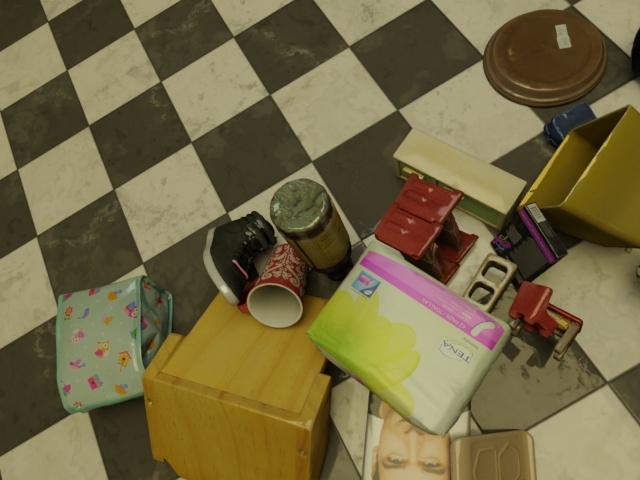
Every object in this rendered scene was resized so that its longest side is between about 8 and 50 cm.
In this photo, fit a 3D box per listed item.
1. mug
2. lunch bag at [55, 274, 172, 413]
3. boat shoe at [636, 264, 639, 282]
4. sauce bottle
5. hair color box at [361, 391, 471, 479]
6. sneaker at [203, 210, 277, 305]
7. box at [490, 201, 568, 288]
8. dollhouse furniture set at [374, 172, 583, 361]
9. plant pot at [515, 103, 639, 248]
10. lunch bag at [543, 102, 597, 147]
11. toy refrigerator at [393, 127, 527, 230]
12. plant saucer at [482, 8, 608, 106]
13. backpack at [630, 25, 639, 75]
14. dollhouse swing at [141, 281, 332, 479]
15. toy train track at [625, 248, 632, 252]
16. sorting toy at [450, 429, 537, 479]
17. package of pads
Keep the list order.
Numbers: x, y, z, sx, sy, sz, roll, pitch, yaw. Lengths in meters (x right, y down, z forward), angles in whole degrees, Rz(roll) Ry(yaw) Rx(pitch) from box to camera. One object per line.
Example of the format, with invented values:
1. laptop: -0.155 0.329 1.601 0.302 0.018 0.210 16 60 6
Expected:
1. mug: -0.098 0.085 1.021 0.150 0.113 0.169 5 32 6
2. lunch bag: -0.458 0.236 1.069 0.224 0.160 0.262 -15 63 7
3. boat shoe: 0.791 -0.045 0.834 0.500 0.187 0.156 -23 97 5
4. sauce bottle: 0.000 0.000 0.940 0.112 0.344 0.111 -4 69 11
5. hair color box: 0.186 0.335 0.903 0.186 0.113 0.374 3 72 14
6. sneaker: -0.165 0.020 1.043 0.147 0.104 0.295 -28 29 2
7. box: 0.403 0.014 0.940 0.029 0.162 0.116 -16 67 -15
8. dollhouse furniture set: 0.307 0.043 0.896 0.374 0.201 0.152 30 81 33
9. plant pot: 0.545 -0.095 0.912 0.187 0.212 0.212 34 92 1
10. lunch bag: 0.544 -0.249 1.051 0.098 0.065 0.067 -27 86 4
11. toy refrigerator: 0.296 -0.132 1.048 0.270 0.102 0.094 33 81 21
12. plant saucer: 0.532 -0.444 1.136 0.278 0.041 0.277 -5 69 12
13. backpack: 0.786 -0.426 0.959 0.264 0.276 0.213 13 70 24
14. dollhouse swing: -0.133 0.308 1.019 0.347 0.305 0.315 10 115 16
15. toy train track: 0.638 -0.014 0.973 0.048 0.014 0.083 24 83 13
16. sorting toy: 0.296 0.431 0.819 0.038 0.208 0.192 -18 66 53
17. package of pads: 0.149 0.173 0.853 0.297 0.101 0.229 33 80 22
